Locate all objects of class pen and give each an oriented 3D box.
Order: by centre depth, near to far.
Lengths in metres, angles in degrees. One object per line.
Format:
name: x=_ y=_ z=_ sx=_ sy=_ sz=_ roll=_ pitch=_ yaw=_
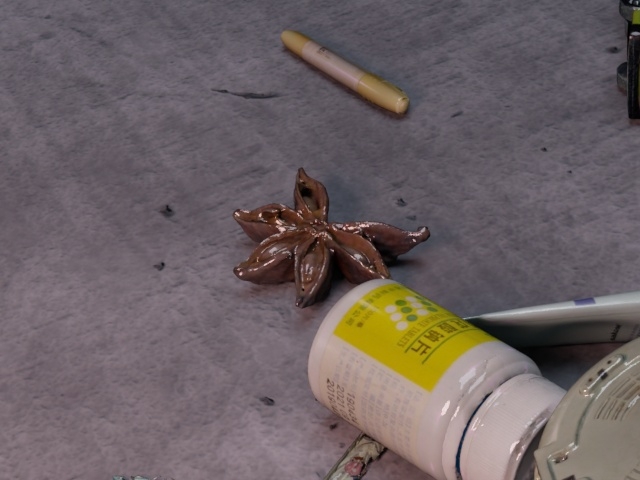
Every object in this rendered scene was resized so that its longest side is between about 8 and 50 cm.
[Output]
pen: x=0.031 y=-0.207 z=2.385 sx=0.040 sy=0.032 sz=0.233 roll=-6 pitch=30 yaw=-40

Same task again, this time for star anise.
star anise: x=-0.008 y=0.011 z=2.090 sx=0.208 sy=0.063 sz=0.172 roll=25 pitch=52 yaw=30

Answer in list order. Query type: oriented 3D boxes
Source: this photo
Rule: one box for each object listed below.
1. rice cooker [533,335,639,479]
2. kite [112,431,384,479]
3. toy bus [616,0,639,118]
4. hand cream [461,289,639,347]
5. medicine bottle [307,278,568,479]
rice cooker: x=0.330 y=0.233 z=1.573 sx=0.288 sy=0.277 sz=0.288 roll=-20 pitch=33 yaw=14
kite: x=-0.038 y=0.293 z=1.765 sx=0.406 sy=0.014 sz=0.368 roll=16 pitch=42 yaw=27
toy bus: x=0.426 y=-0.258 z=2.317 sx=0.150 sy=0.128 sz=0.262 roll=2 pitch=38 yaw=10
hand cream: x=0.290 y=0.080 z=1.937 sx=0.321 sy=0.109 sz=0.067 roll=-7 pitch=72 yaw=-4
medicine bottle: x=0.120 y=0.147 z=1.826 sx=0.143 sy=0.143 sz=0.258 roll=-33 pitch=46 yaw=-30
